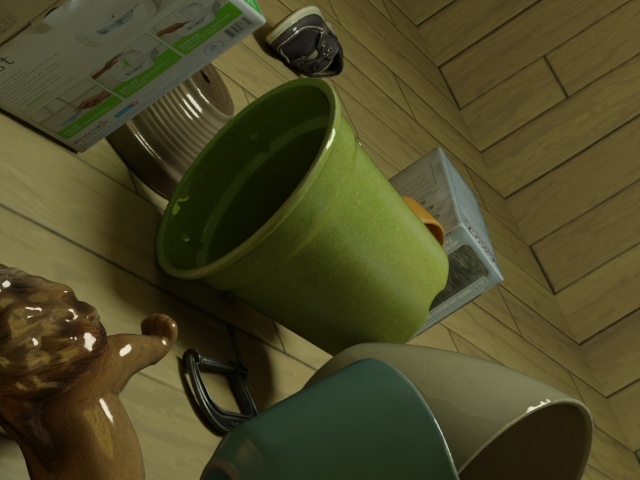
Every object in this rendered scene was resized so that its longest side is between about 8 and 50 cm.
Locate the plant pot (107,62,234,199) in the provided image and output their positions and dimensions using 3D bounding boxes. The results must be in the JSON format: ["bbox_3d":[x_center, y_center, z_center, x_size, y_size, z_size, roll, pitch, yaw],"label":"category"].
[{"bbox_3d":[-0.183,-0.171,1.999,0.237,0.110,0.237,50,18,-23],"label":"plant pot"}]

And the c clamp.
[{"bbox_3d":[-0.108,0.152,1.770,0.137,0.022,0.161,66,16,13],"label":"c clamp"}]

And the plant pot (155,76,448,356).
[{"bbox_3d":[0.000,0.000,1.851,0.254,0.276,0.276,40,22,-26],"label":"plant pot"}]

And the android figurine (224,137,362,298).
[{"bbox_3d":[-0.033,-0.024,2.008,0.273,0.056,0.248,-30,90,-33],"label":"android figurine"}]

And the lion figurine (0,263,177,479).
[{"bbox_3d":[-0.181,0.187,1.267,0.392,0.142,0.240,64,24,7],"label":"lion figurine"}]

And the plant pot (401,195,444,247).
[{"bbox_3d":[0.030,-0.010,2.209,0.188,0.205,0.205,48,10,26],"label":"plant pot"}]

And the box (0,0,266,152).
[{"bbox_3d":[-0.232,-0.237,1.696,0.231,0.262,0.126,30,30,-57],"label":"box"}]

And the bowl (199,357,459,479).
[{"bbox_3d":[-0.007,0.266,1.439,0.163,0.311,0.311,-6,53,-23],"label":"bowl"}]

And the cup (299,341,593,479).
[{"bbox_3d":[0.095,0.241,1.751,0.237,0.331,0.331,38,4,32],"label":"cup"}]

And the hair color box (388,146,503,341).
[{"bbox_3d":[0.148,0.002,2.464,0.113,0.185,0.374,53,11,-16],"label":"hair color box"}]

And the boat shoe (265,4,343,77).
[{"bbox_3d":[-0.015,-0.336,2.843,0.092,0.103,0.285,55,9,8],"label":"boat shoe"}]
